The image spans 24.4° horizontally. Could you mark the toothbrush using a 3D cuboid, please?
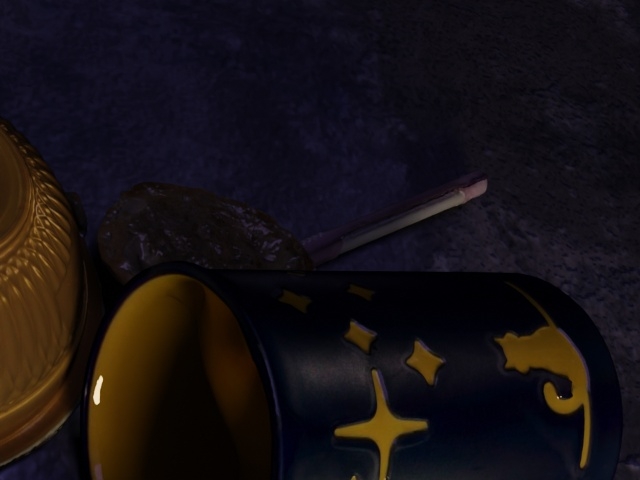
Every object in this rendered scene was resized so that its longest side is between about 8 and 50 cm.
[{"bbox_3d":[0.000,0.000,0.980,0.354,0.024,0.029,-22,60,-45],"label":"toothbrush"}]

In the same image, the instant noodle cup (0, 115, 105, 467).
[{"bbox_3d":[-0.223,-0.012,0.776,0.274,0.091,0.274,20,44,-20],"label":"instant noodle cup"}]

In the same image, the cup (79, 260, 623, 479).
[{"bbox_3d":[0.026,0.140,0.792,0.256,0.178,0.255,2,87,-38],"label":"cup"}]

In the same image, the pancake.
[{"bbox_3d":[-0.067,0.014,0.883,0.139,0.022,0.139,18,40,-16],"label":"pancake"}]
